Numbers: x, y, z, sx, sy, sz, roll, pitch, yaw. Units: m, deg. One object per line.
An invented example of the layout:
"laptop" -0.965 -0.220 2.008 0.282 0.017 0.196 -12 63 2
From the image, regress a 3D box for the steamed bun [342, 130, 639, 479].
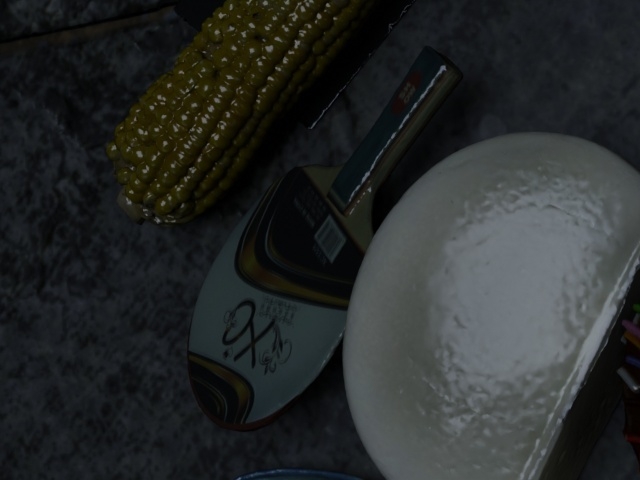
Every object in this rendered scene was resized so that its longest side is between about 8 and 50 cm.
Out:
"steamed bun" 0.111 0.047 0.856 0.164 0.146 0.242 27 95 22

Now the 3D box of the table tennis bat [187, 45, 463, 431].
"table tennis bat" 0.000 0.000 0.938 0.301 0.022 0.173 -54 37 16

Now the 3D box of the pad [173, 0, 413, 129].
"pad" 0.012 -0.222 1.011 0.163 0.004 0.243 43 103 22

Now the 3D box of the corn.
"corn" -0.039 -0.135 0.974 0.320 0.097 0.097 -48 68 10

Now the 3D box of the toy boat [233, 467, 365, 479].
"toy boat" -0.005 0.187 0.939 0.140 0.066 0.059 2 81 24

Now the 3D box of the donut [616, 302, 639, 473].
"donut" 0.284 0.092 0.751 0.230 0.096 0.216 -4 103 -3
